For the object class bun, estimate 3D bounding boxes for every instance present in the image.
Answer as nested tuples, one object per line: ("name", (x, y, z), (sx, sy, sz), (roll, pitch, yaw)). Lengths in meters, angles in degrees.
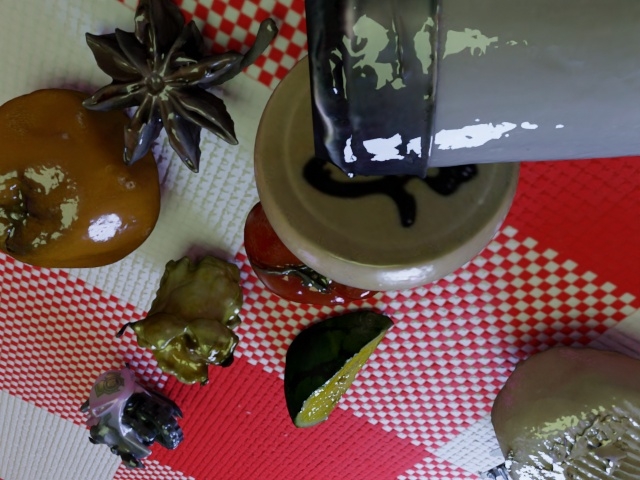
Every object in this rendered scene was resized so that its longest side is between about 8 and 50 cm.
("bun", (0.371, 0.248, 0.773), (0.273, 0.168, 0.272), (0, 125, 0))

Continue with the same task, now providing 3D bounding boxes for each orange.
("orange", (-0.328, -0.059, 0.704), (0.249, 0.183, 0.248), (8, 128, 11))

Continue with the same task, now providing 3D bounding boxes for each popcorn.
("popcorn", (-0.196, 0.116, 0.799), (0.168, 0.195, 0.173), (-32, 119, 24))

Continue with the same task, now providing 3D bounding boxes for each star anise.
("star anise", (-0.159, -0.182, 0.621), (0.232, 0.089, 0.209), (4, 113, 6))

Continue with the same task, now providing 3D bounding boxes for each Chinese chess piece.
("Chinese chess piece", (0.063, -0.079, 0.544), (0.257, 0.257, 0.104), (11, 169, 7))

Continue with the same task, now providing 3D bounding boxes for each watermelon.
("watermelon", (0.009, 0.221, 0.897), (0.129, 0.123, 0.301), (7, 135, -18))

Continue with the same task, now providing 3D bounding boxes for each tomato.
("tomato", (0.000, 0.000, 0.682), (0.187, 0.151, 0.187), (2, 125, 2))

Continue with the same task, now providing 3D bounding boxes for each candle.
("candle", (0.153, -0.159, 0.387), (0.343, 0.221, 0.221), (-3, 127, 5))

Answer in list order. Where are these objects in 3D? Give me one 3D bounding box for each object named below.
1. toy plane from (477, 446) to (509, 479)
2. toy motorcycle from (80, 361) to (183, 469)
("toy plane", (0.353, 0.387, 0.941), (0.160, 0.082, 0.234), (-30, 118, 3))
("toy motorcycle", (-0.386, 0.341, 1.078), (0.188, 0.143, 0.327), (47, 140, -11))
